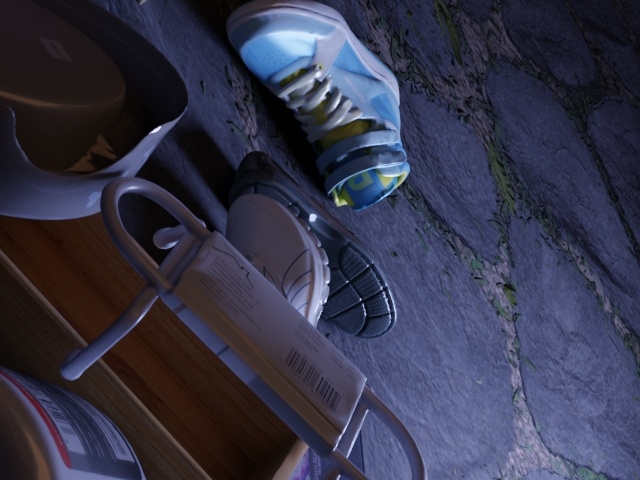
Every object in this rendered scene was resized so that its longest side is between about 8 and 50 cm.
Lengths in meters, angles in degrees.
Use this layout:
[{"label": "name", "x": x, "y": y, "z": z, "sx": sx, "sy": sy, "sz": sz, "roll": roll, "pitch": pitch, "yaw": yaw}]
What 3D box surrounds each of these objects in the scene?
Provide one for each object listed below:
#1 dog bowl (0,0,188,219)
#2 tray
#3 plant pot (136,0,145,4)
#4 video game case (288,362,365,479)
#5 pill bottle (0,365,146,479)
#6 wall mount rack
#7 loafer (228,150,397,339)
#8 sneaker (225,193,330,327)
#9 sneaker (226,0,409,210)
[{"label": "dog bowl", "x": -0.284, "y": -0.138, "z": 1.368, "sx": 0.348, "sy": 0.102, "sz": 0.349, "roll": 24, "pitch": 21, "yaw": -10}, {"label": "tray", "x": -0.191, "y": 0.074, "z": 1.433, "sx": 0.411, "sy": 0.076, "sz": 0.203, "roll": 49, "pitch": 21, "yaw": -3}, {"label": "plant pot", "x": -0.203, "y": -0.427, "z": 1.824, "sx": 0.254, "sy": 0.237, "sz": 0.237, "roll": 44, "pitch": 30, "yaw": -8}, {"label": "video game case", "x": -0.064, "y": 0.175, "z": 1.610, "sx": 0.274, "sy": 0.026, "sz": 0.196, "roll": 22, "pitch": 51, "yaw": -39}, {"label": "pill bottle", "x": -0.228, "y": 0.189, "z": 1.129, "sx": 0.363, "sy": 0.210, "sz": 0.210, "roll": 59, "pitch": 11, "yaw": -78}, {"label": "wall mount rack", "x": -0.065, "y": 0.091, "z": 1.389, "sx": 0.350, "sy": 0.130, "sz": 0.304, "roll": 46, "pitch": 25, "yaw": -8}, {"label": "loafer", "x": 0.000, "y": 0.000, "z": 1.945, "sx": 0.267, "sy": 0.096, "sz": 0.084, "roll": 48, "pitch": 25, "yaw": -26}, {"label": "sneaker", "x": -0.062, "y": 0.074, "z": 1.755, "sx": 0.129, "sy": 0.111, "sz": 0.297, "roll": 26, "pitch": 45, "yaw": -45}, {"label": "sneaker", "x": 0.012, "y": -0.155, "z": 2.058, "sx": 0.319, "sy": 0.127, "sz": 0.208, "roll": 28, "pitch": 43, "yaw": -49}]
